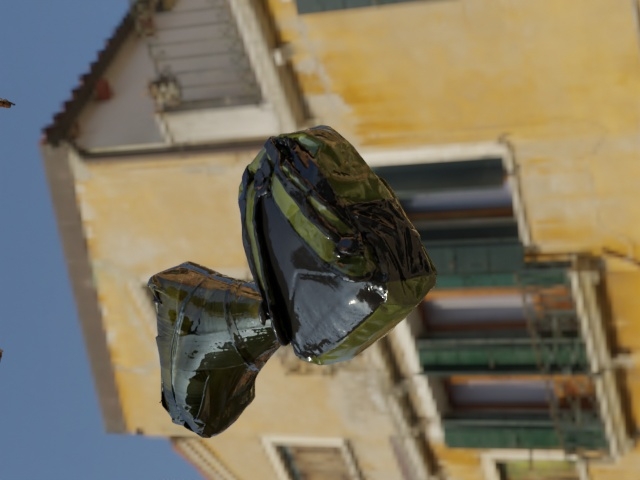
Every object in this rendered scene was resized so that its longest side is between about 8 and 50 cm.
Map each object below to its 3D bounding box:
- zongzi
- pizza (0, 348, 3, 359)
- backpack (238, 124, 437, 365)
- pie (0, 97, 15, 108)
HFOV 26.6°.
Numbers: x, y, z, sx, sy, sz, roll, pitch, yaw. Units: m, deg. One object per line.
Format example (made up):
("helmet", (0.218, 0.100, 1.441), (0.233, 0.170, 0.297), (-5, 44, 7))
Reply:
("zongzi", (-0.104, 0.171, 1.848), (0.125, 0.274, 0.251), (-29, -57, -48))
("pizza", (-0.374, 0.144, 1.400), (0.046, 0.134, 0.175), (23, -151, -22))
("backpack", (0.000, 0.000, 1.473), (0.140, 0.207, 0.253), (-13, -113, -42))
("pie", (-0.439, -0.163, 1.520), (0.088, 0.191, 0.033), (-1, -88, -60))
